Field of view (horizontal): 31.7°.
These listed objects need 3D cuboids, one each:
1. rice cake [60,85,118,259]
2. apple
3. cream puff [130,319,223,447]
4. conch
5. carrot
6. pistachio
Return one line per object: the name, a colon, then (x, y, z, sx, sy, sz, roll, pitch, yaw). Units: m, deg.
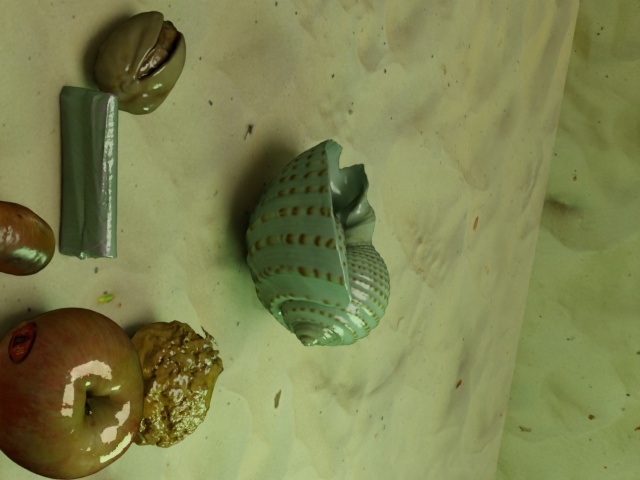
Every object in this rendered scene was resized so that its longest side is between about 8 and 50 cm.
rice cake: (-0.288, -0.080, 1.417, 0.042, 0.080, 0.222, -23, 120, -60)
apple: (-0.315, 0.183, 1.383, 0.209, 0.164, 0.209, -11, 105, -47)
cream puff: (-0.214, 0.205, 1.601, 0.189, 0.129, 0.189, -37, 134, -51)
conch: (-0.015, 0.007, 1.802, 0.303, 0.215, 0.319, 62, 16, -56)
carrot: (-0.380, -0.011, 1.277, 0.193, 0.087, 0.087, 28, 76, -61)
pistachio: (-0.230, -0.230, 1.449, 0.149, 0.113, 0.113, -60, 147, -40)
